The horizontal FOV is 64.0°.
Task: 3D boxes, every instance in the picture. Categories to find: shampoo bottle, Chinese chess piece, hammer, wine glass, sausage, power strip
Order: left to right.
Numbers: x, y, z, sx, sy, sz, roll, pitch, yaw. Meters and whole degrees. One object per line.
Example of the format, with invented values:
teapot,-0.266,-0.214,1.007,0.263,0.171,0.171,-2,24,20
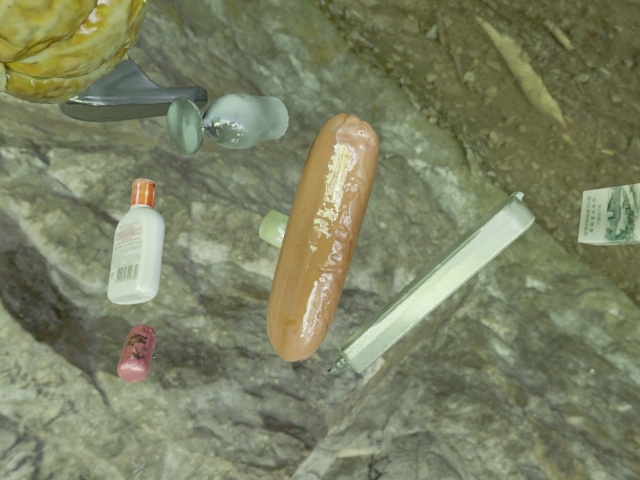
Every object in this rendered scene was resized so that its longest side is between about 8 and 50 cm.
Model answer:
shampoo bottle,-0.318,-0.002,0.896,0.051,0.108,0.220,29,-126,-53
hammer,-0.239,0.148,0.674,0.043,0.043,0.083,37,-159,-24
wine glass,-0.145,-0.196,0.848,0.093,0.093,0.202,43,-142,21
Chinese chess piece,-0.038,-0.002,0.900,0.144,0.058,0.144,27,178,1
sausage,0.000,-0.001,0.591,0.086,0.288,0.086,14,-169,-3
power strip,0.092,0.044,0.440,0.029,0.227,0.080,48,-173,7

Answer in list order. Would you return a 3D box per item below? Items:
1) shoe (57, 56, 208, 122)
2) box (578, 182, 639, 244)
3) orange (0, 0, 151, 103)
shoe,-0.310,-0.256,0.850,0.241,0.093,0.108,-12,-176,-32
box,0.285,-0.024,0.480,0.024,0.054,0.083,13,173,-22
orange,-0.238,-0.266,0.379,0.270,0.211,0.369,64,-175,1
